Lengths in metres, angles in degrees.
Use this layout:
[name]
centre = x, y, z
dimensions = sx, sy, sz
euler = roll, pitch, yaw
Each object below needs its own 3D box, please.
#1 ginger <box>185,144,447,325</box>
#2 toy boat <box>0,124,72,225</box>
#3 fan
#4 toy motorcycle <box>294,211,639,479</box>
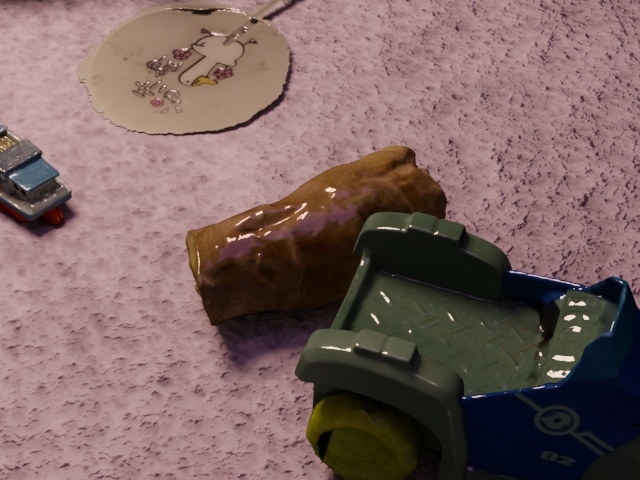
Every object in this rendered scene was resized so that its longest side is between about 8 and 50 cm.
[ginger]
centre = 0.000, 0.000, 1.177
dimensions = 0.263, 0.116, 0.109
euler = -21, 20, -18
[toy boat]
centre = -0.317, -0.078, 1.280
dimensions = 0.069, 0.059, 0.173
euler = -35, 56, -30
[fan]
centre = -0.092, -0.242, 1.477
dimensions = 0.233, 0.012, 0.414
euler = 33, 56, 26
[toy motorcycle]
centre = 0.157, 0.099, 1.027
dimensions = 0.326, 0.200, 0.191
euler = 14, 47, 14
